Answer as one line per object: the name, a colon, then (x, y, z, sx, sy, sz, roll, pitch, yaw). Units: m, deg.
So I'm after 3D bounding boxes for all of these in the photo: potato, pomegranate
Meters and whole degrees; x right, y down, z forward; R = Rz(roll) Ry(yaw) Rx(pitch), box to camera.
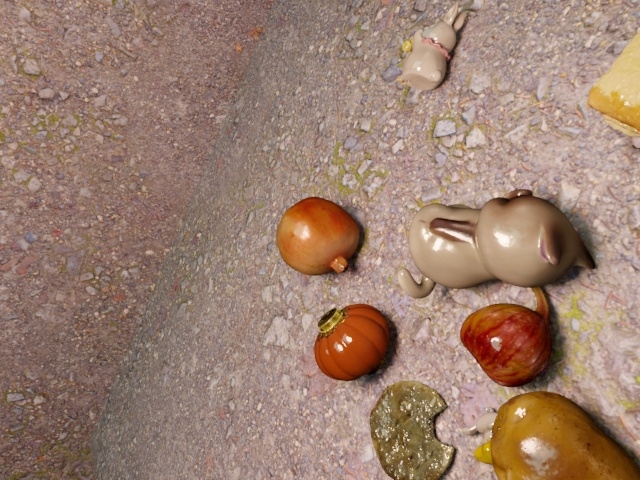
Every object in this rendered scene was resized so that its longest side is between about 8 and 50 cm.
potato: (0.433, 0.426, 0.796, 0.369, 0.196, 0.176, 56, 152, 37)
pomegranate: (0.000, 0.000, 1.459, 0.270, 0.252, 0.228, 43, 119, 29)

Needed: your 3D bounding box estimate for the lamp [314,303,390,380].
lamp: (0.084, 0.270, 1.271, 0.223, 0.196, 0.223, -44, 7, 7)

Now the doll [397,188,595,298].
doll: (0.357, 0.001, 1.038, 0.371, 0.215, 0.225, -15, 68, 46)

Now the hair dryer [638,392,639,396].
hair dryer: (0.613, 0.184, 0.779, 0.237, 0.076, 0.206, -54, 33, 33)

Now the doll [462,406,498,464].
doll: (0.352, 0.405, 0.992, 0.135, 0.072, 0.113, -10, 59, 54)

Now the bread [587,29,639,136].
bread: (0.673, -0.238, 0.788, 0.236, 0.165, 0.375, -52, 39, 19)

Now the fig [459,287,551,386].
fig: (0.400, 0.188, 0.963, 0.207, 0.175, 0.175, -33, 45, 4)

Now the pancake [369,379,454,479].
pancake: (0.214, 0.464, 1.156, 0.254, 0.037, 0.253, -26, 55, 43)

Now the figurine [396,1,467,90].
figurine: (0.328, -0.571, 1.405, 0.155, 0.127, 0.235, 17, 83, 62)
